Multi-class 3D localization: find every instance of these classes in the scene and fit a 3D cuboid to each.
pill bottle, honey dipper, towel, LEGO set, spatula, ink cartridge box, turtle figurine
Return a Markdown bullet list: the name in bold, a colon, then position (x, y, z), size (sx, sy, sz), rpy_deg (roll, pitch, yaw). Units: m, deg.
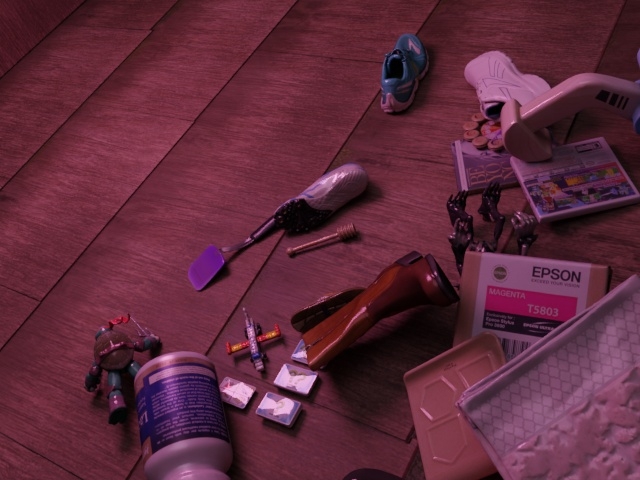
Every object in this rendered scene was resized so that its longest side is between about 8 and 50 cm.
- **pill bottle**: position (-0.236, 0.341, 1.198), size (0.153, 0.153, 0.265), rpy_deg (-23, 49, 1)
- **honey dipper**: position (0.000, 0.000, 1.499), size (0.160, 0.030, 0.031), rpy_deg (-19, 46, 10)
- **towel**: position (0.401, 0.257, 0.920), size (0.331, 0.053, 0.317), rpy_deg (-36, 68, 3)
- **LEGO set**: position (-0.120, 0.235, 1.318), size (0.244, 0.060, 0.182), rpy_deg (12, 52, 30)
- **spatula**: position (-0.177, 0.002, 1.563), size (0.296, 0.030, 0.084), rpy_deg (-35, 46, -10)
- **ink cartridge box**: position (0.352, 0.124, 1.147), size (0.234, 0.088, 0.194), rpy_deg (6, 89, 27)
- **turtle figurine**: position (-0.408, 0.248, 1.385), size (0.175, 0.118, 0.234), rpy_deg (-32, 52, -8)

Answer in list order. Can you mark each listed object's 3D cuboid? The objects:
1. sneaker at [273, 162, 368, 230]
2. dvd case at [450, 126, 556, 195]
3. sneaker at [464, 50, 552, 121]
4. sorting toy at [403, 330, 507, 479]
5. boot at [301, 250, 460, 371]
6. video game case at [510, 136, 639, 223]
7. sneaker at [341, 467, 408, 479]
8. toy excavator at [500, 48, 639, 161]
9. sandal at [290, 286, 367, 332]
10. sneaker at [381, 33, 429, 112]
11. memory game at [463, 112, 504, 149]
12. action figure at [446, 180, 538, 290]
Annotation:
- **sneaker**: position (0.000, -0.097, 1.557), size (0.237, 0.085, 0.086), rpy_deg (-30, 21, -3)
- **dvd case**: position (0.404, -0.179, 1.504), size (0.221, 0.018, 0.165), rpy_deg (-10, 48, 13)
- **sneaker**: position (0.407, -0.344, 1.571), size (0.129, 0.111, 0.297), rpy_deg (-30, 37, -5)
- **sorting toy**: position (0.235, 0.277, 1.104), size (0.193, 0.038, 0.208), rpy_deg (-35, 48, 28)
- **boot**: position (0.087, 0.127, 1.193), size (0.280, 0.096, 0.264), rpy_deg (-35, 15, -2)
- **video game case**: position (0.512, -0.125, 1.392), size (0.201, 0.023, 0.184), rpy_deg (-12, 49, 2)
- **sneaker**: position (0.144, 0.423, 0.988), size (0.330, 0.146, 0.122), rpy_deg (29, 66, 39)
- **toy excavator**: position (0.631, -0.283, 1.315), size (0.444, 0.433, 0.223), rpy_deg (18, 50, -10)
- **sandal**: position (0.027, 0.132, 1.352), size (0.180, 0.072, 0.049), rpy_deg (-18, 19, 8)
- **sneaker**: position (0.212, -0.448, 1.755), size (0.106, 0.110, 0.275), rpy_deg (-1, 50, 21)
- **memory game**: position (0.414, -0.261, 1.556), size (0.186, 0.012, 0.186), rpy_deg (-12, 38, 9)
- **action figure**: position (0.316, 0.005, 1.294), size (0.163, 0.141, 0.276), rpy_deg (-7, 46, 0)
